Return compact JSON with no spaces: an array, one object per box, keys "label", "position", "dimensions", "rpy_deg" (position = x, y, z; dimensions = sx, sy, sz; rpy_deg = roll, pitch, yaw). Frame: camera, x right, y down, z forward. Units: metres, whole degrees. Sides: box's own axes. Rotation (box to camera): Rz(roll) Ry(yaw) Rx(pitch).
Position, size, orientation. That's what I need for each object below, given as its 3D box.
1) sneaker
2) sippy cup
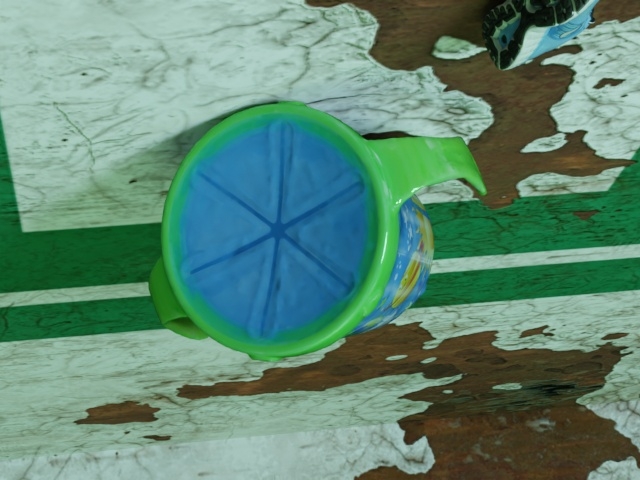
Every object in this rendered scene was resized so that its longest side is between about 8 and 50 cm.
[{"label":"sneaker","position":[0.196,-0.198,1.195],"dimensions":[0.073,0.063,0.162],"rpy_deg":[-17,170,-28]},{"label":"sippy cup","position":[0.000,0.000,1.420],"dimensions":[0.305,0.240,0.224],"rpy_deg":[10,179,26]}]
